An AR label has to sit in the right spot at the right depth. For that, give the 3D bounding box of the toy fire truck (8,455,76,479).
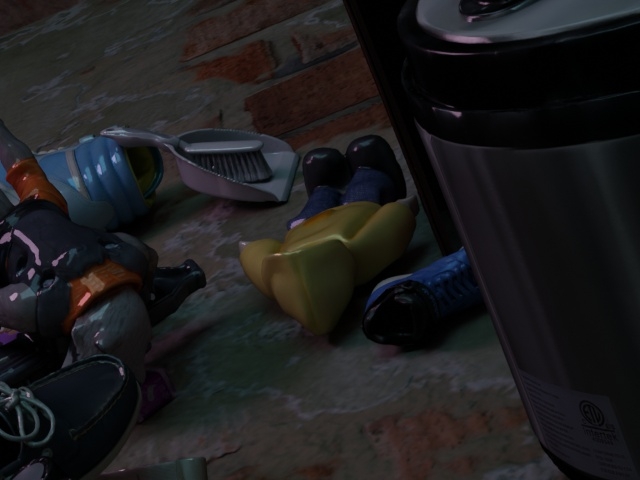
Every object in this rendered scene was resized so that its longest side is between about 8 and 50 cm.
[{"bbox_3d":[-0.218,0.271,1.158,0.246,0.158,0.217,-47,23,-12],"label":"toy fire truck"}]

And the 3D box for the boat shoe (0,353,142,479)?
[{"bbox_3d":[-0.234,0.151,1.302,0.254,0.079,0.095,-33,44,-32],"label":"boat shoe"}]

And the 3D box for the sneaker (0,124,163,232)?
[{"bbox_3d":[-0.297,-0.068,2.059,0.208,0.127,0.319,-31,32,-15],"label":"sneaker"}]

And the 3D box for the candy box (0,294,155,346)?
[{"bbox_3d":[-0.276,0.076,1.757,0.165,0.070,0.196,-34,24,-27],"label":"candy box"}]

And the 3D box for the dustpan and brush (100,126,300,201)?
[{"bbox_3d":[-0.135,-0.095,1.946,0.211,0.060,0.147,0,25,6],"label":"dustpan and brush"}]

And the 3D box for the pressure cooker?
[{"bbox_3d":[0.249,-0.079,1.104,0.370,0.420,0.375,-14,22,25],"label":"pressure cooker"}]

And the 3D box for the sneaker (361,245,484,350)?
[{"bbox_3d":[0.103,0.044,1.457,0.152,0.058,0.084,-20,15,20],"label":"sneaker"}]

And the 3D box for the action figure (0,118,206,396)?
[{"bbox_3d":[-0.288,0.041,1.569,0.330,0.178,0.341,30,54,31],"label":"action figure"}]

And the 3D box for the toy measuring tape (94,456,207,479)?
[{"bbox_3d":[-0.254,0.204,1.364,0.330,0.121,0.121,-9,24,19],"label":"toy measuring tape"}]

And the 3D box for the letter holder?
[{"bbox_3d":[0.122,-0.147,1.562,0.152,0.301,0.214,-21,21,5],"label":"letter holder"}]

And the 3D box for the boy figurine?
[{"bbox_3d":[0.000,0.000,1.633,0.177,0.092,0.285,-13,20,19],"label":"boy figurine"}]

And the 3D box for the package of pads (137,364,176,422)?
[{"bbox_3d":[-0.170,0.132,1.567,0.050,0.032,0.083,-38,25,-28],"label":"package of pads"}]
